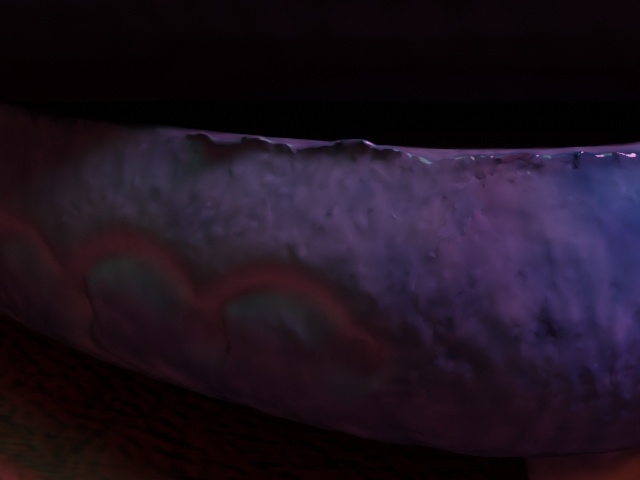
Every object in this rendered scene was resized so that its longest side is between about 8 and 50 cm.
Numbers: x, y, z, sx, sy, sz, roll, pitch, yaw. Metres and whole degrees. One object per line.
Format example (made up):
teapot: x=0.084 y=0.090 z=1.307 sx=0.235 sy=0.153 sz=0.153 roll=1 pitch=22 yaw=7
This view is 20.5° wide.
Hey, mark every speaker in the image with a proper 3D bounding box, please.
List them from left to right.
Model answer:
speaker: x=0.015 y=-0.142 z=0.525 sx=0.388 sy=0.184 sz=0.180 roll=1 pitch=16 yaw=5

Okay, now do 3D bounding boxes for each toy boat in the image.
toy boat: x=0.000 y=0.000 z=0.579 sx=0.330 sy=0.123 sz=0.215 roll=11 pitch=19 yaw=33
